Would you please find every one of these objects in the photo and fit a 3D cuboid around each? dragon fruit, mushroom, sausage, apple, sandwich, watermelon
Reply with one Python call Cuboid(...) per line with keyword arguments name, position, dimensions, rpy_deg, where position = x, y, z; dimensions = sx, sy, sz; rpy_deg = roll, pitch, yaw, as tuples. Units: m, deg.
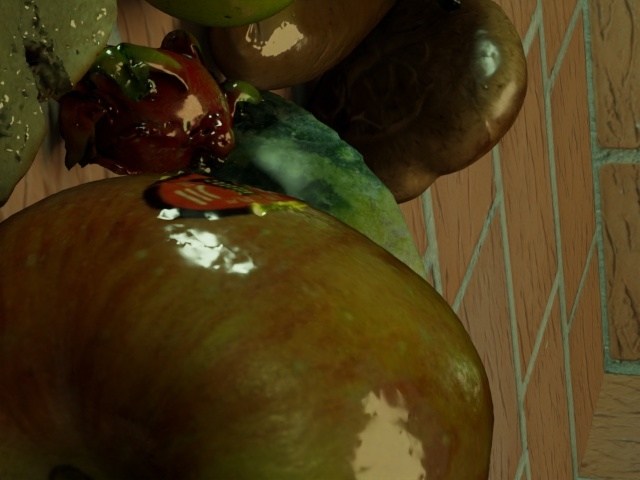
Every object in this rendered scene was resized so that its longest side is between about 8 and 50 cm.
Cuboid(name="dragon fruit", position=(-0.139, -0.105, 1.336), dimensions=(0.142, 0.138, 0.175), rpy_deg=(-58, 142, -12))
Cuboid(name="mushroom", position=(0.095, -0.151, 1.868), dimensions=(0.146, 0.278, 0.278), rpy_deg=(41, 50, -38))
Cuboid(name="sausage", position=(0.005, -0.254, 1.772), dimensions=(0.501, 0.123, 0.136), rpy_deg=(-55, 141, -57))
Cuboid(name="apple", position=(-0.081, 0.150, 1.097), dimensions=(0.333, 0.400, 0.400), rpy_deg=(8, 85, -71))
Cuboid(name="sandwich", position=(-0.229, -0.164, 1.116), dimensions=(0.273, 0.095, 0.249), rpy_deg=(-69, 156, -47))
Cuboid(name="watermelon", position=(-0.034, 0.011, 1.623), dimensions=(0.310, 0.232, 0.193), rpy_deg=(48, 26, 3))

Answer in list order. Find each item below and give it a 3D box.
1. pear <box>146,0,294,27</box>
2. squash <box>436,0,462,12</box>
Cuboid(name="pear", position=(-0.081, -0.264, 1.414), dimensions=(0.220, 0.188, 0.187), rpy_deg=(5, 88, -73))
Cuboid(name="squash", position=(0.055, -0.279, 1.684), dimensions=(0.318, 0.071, 0.080), rpy_deg=(3, 100, -59))
